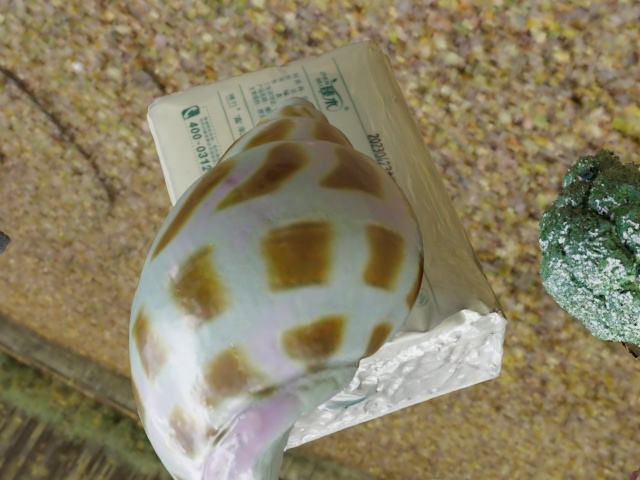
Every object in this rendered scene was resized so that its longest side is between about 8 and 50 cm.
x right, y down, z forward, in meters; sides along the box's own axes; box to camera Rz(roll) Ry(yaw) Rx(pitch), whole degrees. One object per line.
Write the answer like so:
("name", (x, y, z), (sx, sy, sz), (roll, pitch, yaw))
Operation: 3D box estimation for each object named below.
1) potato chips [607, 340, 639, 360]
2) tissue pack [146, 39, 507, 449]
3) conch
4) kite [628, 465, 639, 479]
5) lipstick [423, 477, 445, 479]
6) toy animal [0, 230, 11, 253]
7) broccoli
("potato chips", (0.459, 0.124, 1.510), (0.026, 0.142, 0.209), (-20, 178, 33))
("tissue pack", (0.000, 0.000, 1.101), (0.297, 0.380, 0.207), (-16, 150, -3))
("conch", (-0.039, 0.027, 0.820), (0.249, 0.368, 0.197), (-35, 103, 32))
("kite", (0.390, 0.404, 1.257), (0.022, 0.360, 0.204), (41, 141, -8))
("lipstick", (0.159, 0.488, 1.432), (0.076, 0.304, 0.076), (-2, -170, 0))
("toy animal", (-0.246, -0.024, 0.564), (0.081, 0.205, 0.367), (6, -162, -4))
("broccoli", (0.402, -0.003, 1.272), (0.270, 0.270, 0.270), (-21, -90, -90))
